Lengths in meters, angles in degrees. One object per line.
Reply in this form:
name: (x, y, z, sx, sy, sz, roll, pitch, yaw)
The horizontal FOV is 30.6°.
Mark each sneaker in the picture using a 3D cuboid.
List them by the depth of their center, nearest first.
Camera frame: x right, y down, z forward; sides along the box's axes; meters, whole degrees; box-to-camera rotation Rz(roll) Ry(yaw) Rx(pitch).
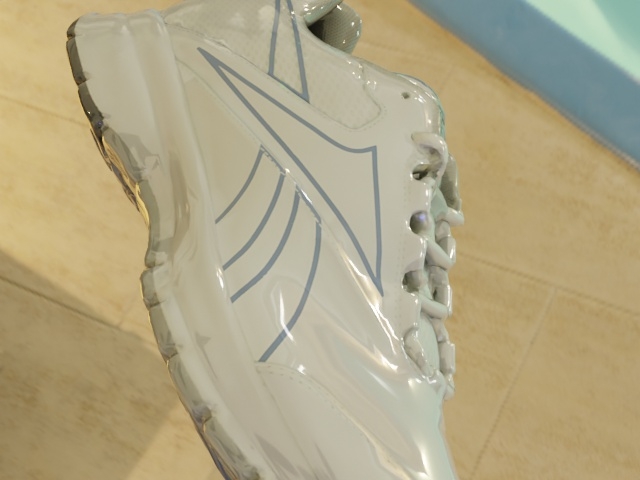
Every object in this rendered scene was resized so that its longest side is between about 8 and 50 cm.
sneaker: (0.000, 0.000, 0.420, 0.129, 0.111, 0.297, -24, 57, -1)
